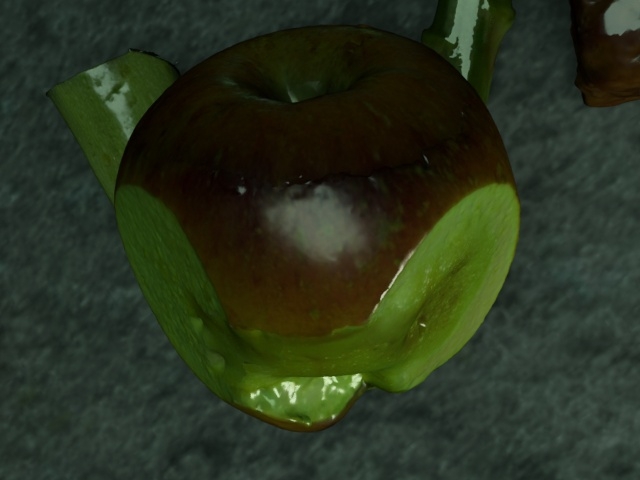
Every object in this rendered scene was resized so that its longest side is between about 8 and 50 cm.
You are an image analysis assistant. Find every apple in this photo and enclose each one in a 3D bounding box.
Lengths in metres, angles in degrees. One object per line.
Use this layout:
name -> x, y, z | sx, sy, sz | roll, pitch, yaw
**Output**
apple -> 0.000, 0.000, 1.219 | 0.374, 0.384, 0.374 | -2, 120, -3

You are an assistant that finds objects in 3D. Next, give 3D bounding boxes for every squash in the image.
squash -> -0.153, -0.054, 1.398 | 0.137, 0.137, 0.287 | -26, 98, 10

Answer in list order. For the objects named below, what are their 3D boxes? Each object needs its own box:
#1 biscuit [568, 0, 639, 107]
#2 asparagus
biscuit -> 0.377, -0.337, 1.260 | 0.343, 0.166, 0.394 | -10, 90, 12
asparagus -> 0.150, -0.231, 1.345 | 0.085, 0.082, 0.343 | 14, 99, 28
